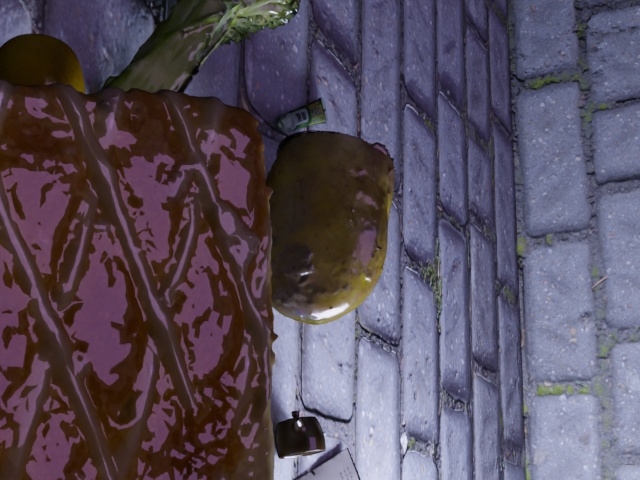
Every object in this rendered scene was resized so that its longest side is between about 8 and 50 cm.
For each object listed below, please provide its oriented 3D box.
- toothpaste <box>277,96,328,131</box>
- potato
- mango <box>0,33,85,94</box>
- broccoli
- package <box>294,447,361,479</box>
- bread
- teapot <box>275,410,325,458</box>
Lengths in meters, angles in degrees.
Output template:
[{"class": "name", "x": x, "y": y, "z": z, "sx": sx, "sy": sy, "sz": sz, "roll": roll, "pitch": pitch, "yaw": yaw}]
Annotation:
[{"class": "toothpaste", "x": -0.029, "y": -0.215, "z": 1.760, "sx": 0.204, "sy": 0.032, "sz": 0.049, "roll": -33, "pitch": 113, "yaw": -65}, {"class": "potato", "x": 0.000, "y": 0.000, "z": 1.558, "sx": 0.229, "sy": 0.229, "sz": 0.265, "roll": 52, "pitch": 35, "yaw": -46}, {"class": "mango", "x": -0.304, "y": -0.121, "z": 1.078, "sx": 0.137, "sy": 0.098, "sz": 0.195, "roll": -153, "pitch": -114, "yaw": -84}, {"class": "broccoli", "x": -0.175, "y": -0.290, "z": 1.359, "sx": 0.361, "sy": 0.252, "sz": 0.221, "roll": -46, "pitch": 129, "yaw": -15}, {"class": "package", "x": 0.040, "y": 0.489, "z": 1.675, "sx": 0.204, "sy": 0.062, "sz": 0.250, "roll": -13, "pitch": 91, "yaw": -65}, {"class": "bread", "x": -0.251, "y": 0.061, "z": 0.861, "sx": 0.371, "sy": 0.279, "sz": 0.389, "roll": -3, "pitch": 87, "yaw": -41}, {"class": "teapot", "x": -0.033, "y": 0.298, "z": 1.565, "sx": 0.121, "sy": 0.076, "sz": 0.068, "roll": 90, "pitch": -9, "yaw": -73}]
